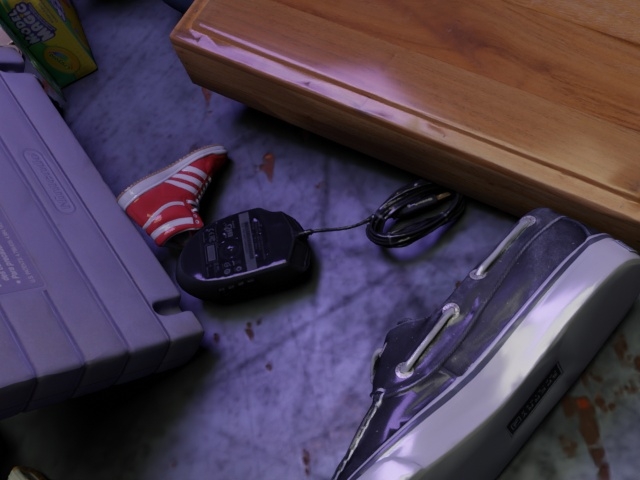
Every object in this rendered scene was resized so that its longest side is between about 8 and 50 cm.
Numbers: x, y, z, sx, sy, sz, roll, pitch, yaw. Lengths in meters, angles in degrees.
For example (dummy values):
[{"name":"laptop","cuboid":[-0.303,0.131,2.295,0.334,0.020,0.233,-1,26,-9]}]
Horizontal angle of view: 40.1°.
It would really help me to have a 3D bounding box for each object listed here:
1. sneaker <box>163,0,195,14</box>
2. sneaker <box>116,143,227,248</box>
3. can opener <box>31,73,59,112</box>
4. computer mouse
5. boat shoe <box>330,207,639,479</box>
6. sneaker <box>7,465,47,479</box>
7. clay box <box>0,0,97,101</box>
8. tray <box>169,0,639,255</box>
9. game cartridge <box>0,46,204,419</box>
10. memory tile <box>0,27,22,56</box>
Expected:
[{"name":"sneaker","cuboid":[-0.037,-0.331,0.882,0.131,0.112,0.319,41,74,3]},{"name":"sneaker","cuboid":[-0.111,-0.036,0.755,0.118,0.042,0.067,-35,84,-39]},{"name":"can opener","cuboid":[-0.337,-0.141,0.890,0.186,0.059,0.073,19,66,28]},{"name":"computer mouse","cuboid":[0.000,0.000,0.708,0.242,0.041,0.071,-14,50,5]},{"name":"boat shoe","cuboid":[0.081,0.096,0.579,0.301,0.108,0.102,-47,53,-8]},{"name":"sneaker","cuboid":[-0.214,0.209,0.670,0.083,0.032,0.037,30,89,36]},{"name":"clay box","cuboid":[-0.298,-0.256,0.900,0.053,0.127,0.222,-29,57,1]},{"name":"tray","cuboid":[0.102,-0.157,0.702,0.411,0.076,0.203,25,72,23]},{"name":"game cartridge","cuboid":[-0.275,-0.023,0.687,0.230,0.068,0.355,-14,57,-42]},{"name":"memory tile","cuboid":[-0.395,-0.213,0.980,0.148,0.012,0.113,-15,58,12]}]
